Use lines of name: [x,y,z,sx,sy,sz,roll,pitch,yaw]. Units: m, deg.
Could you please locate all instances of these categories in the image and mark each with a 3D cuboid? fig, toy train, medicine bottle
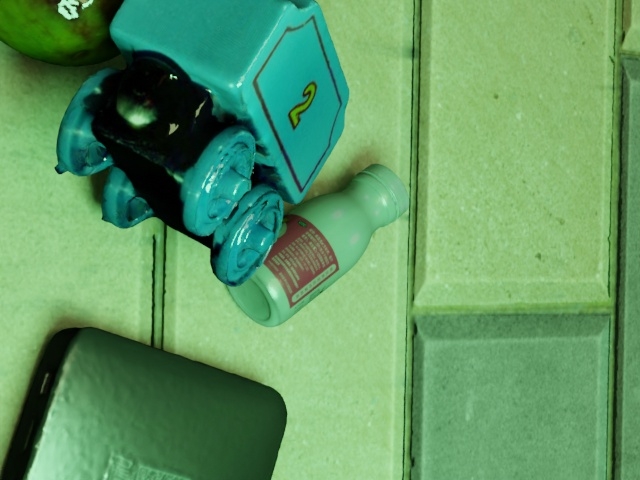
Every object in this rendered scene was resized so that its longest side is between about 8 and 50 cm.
fig: [-0.240,-0.251,1.359,0.181,0.181,0.191,-51,140,-23]
toy train: [-0.098,-0.117,1.387,0.265,0.188,0.300,-60,162,-12]
medicine bottle: [0.000,0.000,1.571,0.217,0.090,0.090,-38,111,-29]

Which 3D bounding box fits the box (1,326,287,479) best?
box: [-0.183,0.255,1.460,0.289,0.073,0.290,22,78,-33]
